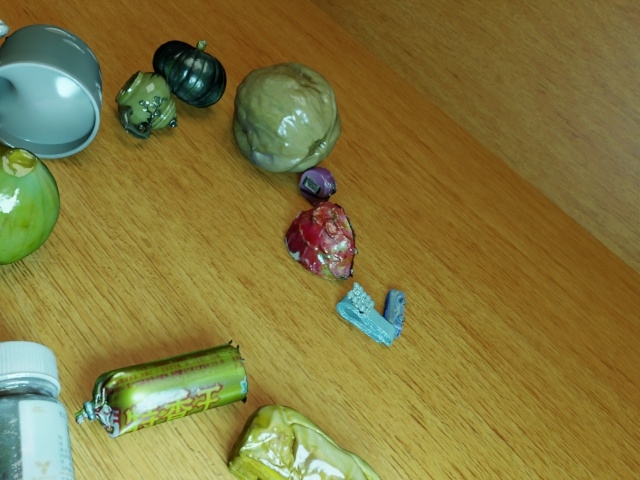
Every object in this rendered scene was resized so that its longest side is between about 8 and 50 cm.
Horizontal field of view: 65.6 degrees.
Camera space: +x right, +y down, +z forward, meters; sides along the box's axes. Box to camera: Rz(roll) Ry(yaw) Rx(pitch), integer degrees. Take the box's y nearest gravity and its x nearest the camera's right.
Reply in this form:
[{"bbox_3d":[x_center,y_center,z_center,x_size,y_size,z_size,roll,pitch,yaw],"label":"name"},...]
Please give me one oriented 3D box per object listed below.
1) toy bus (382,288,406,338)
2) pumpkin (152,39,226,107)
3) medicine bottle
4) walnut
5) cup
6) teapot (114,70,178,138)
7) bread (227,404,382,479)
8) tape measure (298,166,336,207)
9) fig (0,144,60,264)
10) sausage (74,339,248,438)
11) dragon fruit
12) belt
[{"bbox_3d":[0.211,0.207,1.420,0.061,0.051,0.153,18,39,1],"label":"toy bus"},{"bbox_3d":[-0.432,-0.569,1.665,0.250,0.216,0.250,23,13,-6],"label":"pumpkin"},{"bbox_3d":[-0.468,0.304,0.747,0.165,0.165,0.273,1,47,-34],"label":"medicine bottle"},{"bbox_3d":[-0.113,-0.403,1.651,0.384,0.383,0.383,19,40,-17],"label":"walnut"},{"bbox_3d":[-0.721,-0.420,1.237,0.356,0.259,0.274,50,15,-44],"label":"cup"},{"bbox_3d":[-0.512,-0.398,1.502,0.182,0.173,0.269,38,41,-35],"label":"teapot"},{"bbox_3d":[-0.023,0.431,0.913,0.294,0.167,0.132,33,38,1],"label":"bread"},{"bbox_3d":[-0.007,-0.177,1.633,0.125,0.118,0.074,39,36,15],"label":"tape measure"},{"bbox_3d":[-0.630,-0.084,0.972,0.239,0.271,0.239,39,27,-25],"label":"fig"},{"bbox_3d":[-0.290,0.276,0.931,0.317,0.125,0.117,-4,10,-39],"label":"sausage"},{"bbox_3d":[0.000,0.000,1.437,0.189,0.163,0.261,-25,62,-17],"label":"dragon fruit"},{"bbox_3d":[0.132,0.204,1.330,0.179,0.100,0.065,37,42,2],"label":"belt"}]
